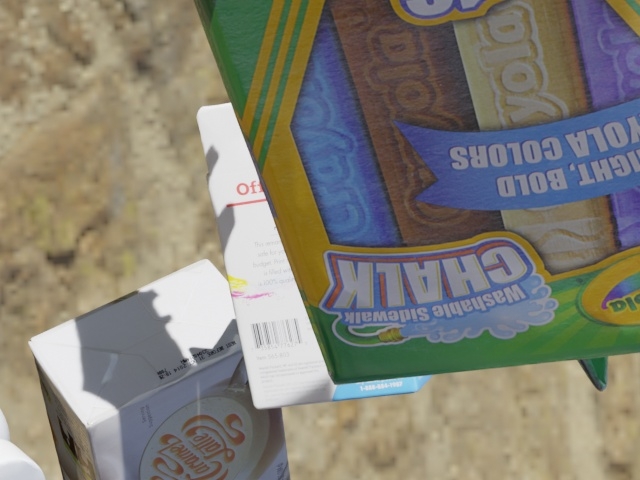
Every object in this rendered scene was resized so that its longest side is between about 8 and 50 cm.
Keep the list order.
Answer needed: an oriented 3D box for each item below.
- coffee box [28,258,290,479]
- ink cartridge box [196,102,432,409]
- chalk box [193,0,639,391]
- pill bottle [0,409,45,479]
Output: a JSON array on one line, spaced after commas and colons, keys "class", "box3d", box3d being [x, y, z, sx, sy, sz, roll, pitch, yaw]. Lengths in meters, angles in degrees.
[{"class": "coffee box", "box3d": [-0.102, 0.154, 1.336, 0.098, 0.141, 0.246, 46, -28, 42]}, {"class": "ink cartridge box", "box3d": [0.000, 0.000, 1.129, 0.061, 0.104, 0.181, -32, 112, -68]}, {"class": "chalk box", "box3d": [0.055, -0.047, 0.578, 0.132, 0.132, 0.213, -83, 161, -47]}, {"class": "pill bottle", "box3d": [-0.392, 0.180, 1.774, 0.169, 0.301, 0.169, -31, 137, -35]}]
